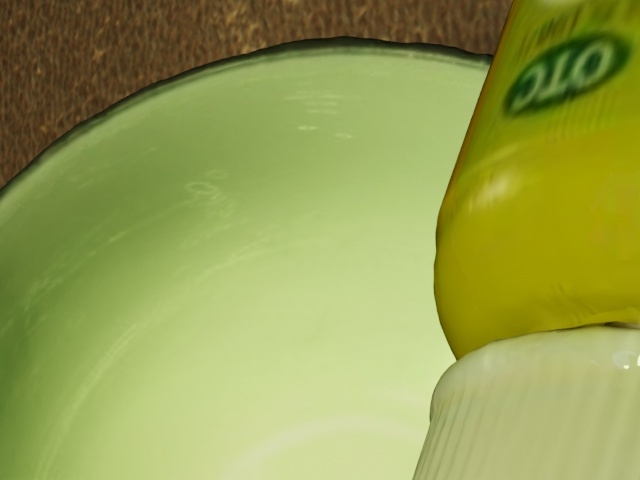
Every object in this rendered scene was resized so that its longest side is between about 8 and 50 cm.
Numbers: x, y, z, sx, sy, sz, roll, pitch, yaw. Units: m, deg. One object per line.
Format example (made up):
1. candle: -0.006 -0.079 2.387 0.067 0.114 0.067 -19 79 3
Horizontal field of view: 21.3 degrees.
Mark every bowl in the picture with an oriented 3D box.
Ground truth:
1. bowl: 0.018 0.117 0.657 0.185 0.354 0.353 88 175 -68

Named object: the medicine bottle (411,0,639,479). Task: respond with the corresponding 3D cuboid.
1. medicine bottle: 0.147 0.002 0.484 0.224 0.224 0.384 -5 55 47
